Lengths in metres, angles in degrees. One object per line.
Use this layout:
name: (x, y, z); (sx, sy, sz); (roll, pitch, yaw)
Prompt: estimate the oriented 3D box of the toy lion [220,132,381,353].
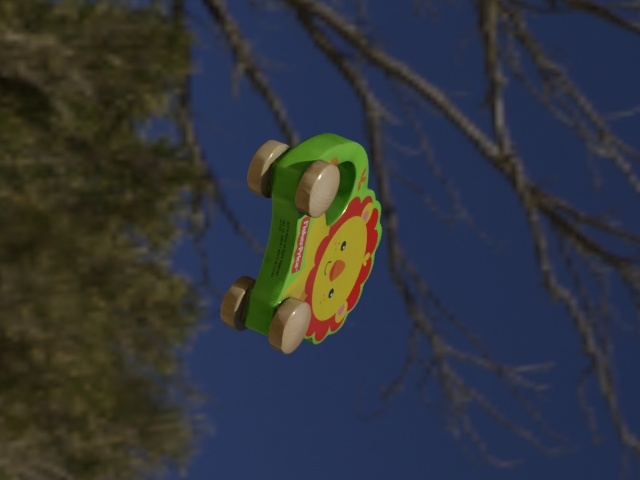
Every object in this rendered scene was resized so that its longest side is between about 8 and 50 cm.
toy lion: (0.000, 0.000, 0.812); (0.034, 0.096, 0.100); (22, -65, 24)
